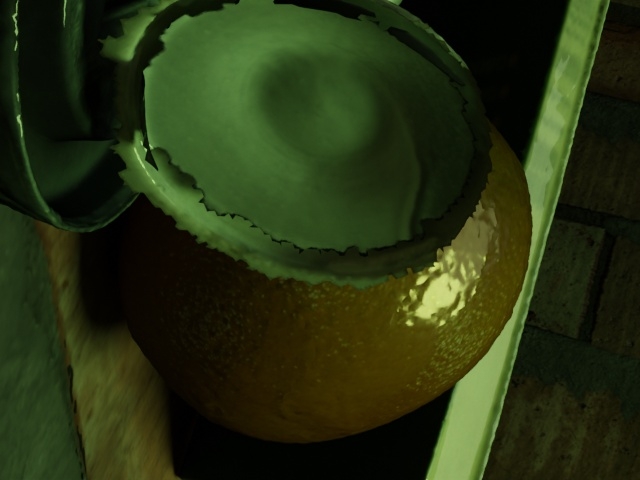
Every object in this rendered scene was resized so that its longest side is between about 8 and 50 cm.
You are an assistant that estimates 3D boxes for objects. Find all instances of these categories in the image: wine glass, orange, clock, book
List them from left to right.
[{"bbox_3d":[-0.080,-0.116,0.525,0.226,0.049,0.226,14,90,-79],"label":"clock"},{"bbox_3d":[0.000,0.000,0.693,0.206,0.206,0.206,15,90,-79],"label":"orange"},{"bbox_3d":[0.043,-0.015,0.872,0.260,0.043,0.370,-2,-113,56],"label":"book"},{"bbox_3d":[0.029,-0.136,0.582,0.143,0.143,0.321,92,14,-48],"label":"wine glass"}]
